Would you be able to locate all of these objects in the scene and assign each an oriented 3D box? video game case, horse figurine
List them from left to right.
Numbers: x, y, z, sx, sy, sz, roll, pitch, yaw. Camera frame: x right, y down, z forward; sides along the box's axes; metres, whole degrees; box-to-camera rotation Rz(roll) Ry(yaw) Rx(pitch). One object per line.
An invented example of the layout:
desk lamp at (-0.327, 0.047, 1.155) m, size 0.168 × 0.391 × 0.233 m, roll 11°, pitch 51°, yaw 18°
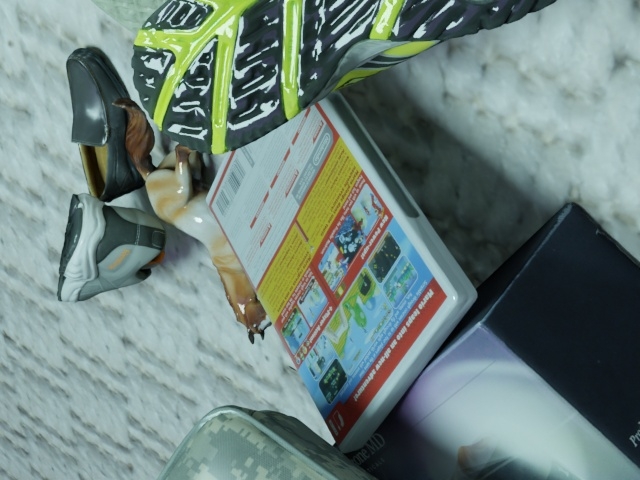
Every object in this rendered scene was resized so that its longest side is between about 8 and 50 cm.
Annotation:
horse figurine at (-0.107, -0.038, 1.006) m, size 0.263 × 0.066 × 0.174 m, roll 43°, pitch 134°, yaw 0°
video game case at (0.000, 0.000, 0.817) m, size 0.285 × 0.025 × 0.204 m, roll 59°, pitch 138°, yaw 30°

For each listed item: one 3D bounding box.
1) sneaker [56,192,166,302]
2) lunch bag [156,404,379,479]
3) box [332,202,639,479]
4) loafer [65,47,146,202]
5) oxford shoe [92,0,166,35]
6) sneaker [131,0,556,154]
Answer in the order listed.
sneaker at (-0.233, 0.020, 1.107) m, size 0.108 × 0.100 × 0.271 m, roll 9°, pitch 169°, yaw -15°
lunch bag at (0.020, 0.286, 0.776) m, size 0.305 × 0.212 × 0.256 m, roll 30°, pitch 178°, yaw 21°
box at (0.200, 0.184, 0.837) m, size 0.294 × 0.183 × 0.296 m, roll 43°, pitch 139°, yaw 6°
loafer at (-0.234, -0.117, 1.050) m, size 0.062 × 0.061 × 0.170 m, roll 9°, pitch 127°, yaw 37°
oxford shoe at (-0.193, -0.328, 0.803) m, size 0.169 × 0.130 × 0.449 m, roll -22°, pitch 122°, yaw 42°
sneaker at (0.047, -0.192, 0.669) m, size 0.385 × 0.147 × 0.145 m, roll -20°, pitch 106°, yaw 25°
